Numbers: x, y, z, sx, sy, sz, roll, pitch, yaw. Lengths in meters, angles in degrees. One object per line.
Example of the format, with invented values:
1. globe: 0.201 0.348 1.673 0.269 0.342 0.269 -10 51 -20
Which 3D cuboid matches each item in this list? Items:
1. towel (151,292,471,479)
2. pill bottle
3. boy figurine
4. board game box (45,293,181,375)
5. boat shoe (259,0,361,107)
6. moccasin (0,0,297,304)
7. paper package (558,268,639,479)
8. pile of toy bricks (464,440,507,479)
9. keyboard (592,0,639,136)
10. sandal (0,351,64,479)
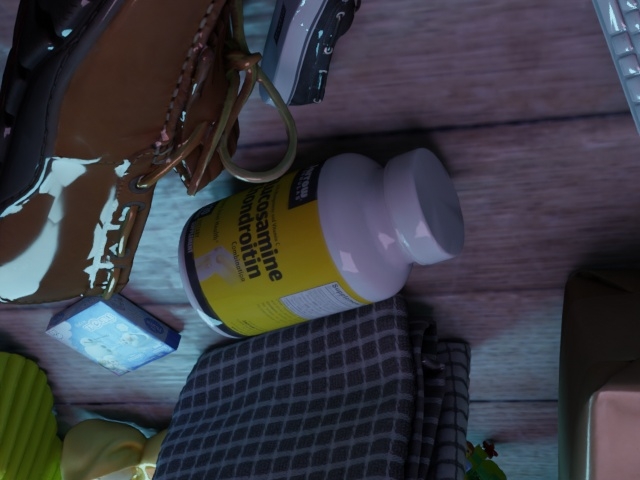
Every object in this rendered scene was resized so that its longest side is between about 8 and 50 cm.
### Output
1. towel: -0.021 0.181 0.702 0.283 0.235 0.121 -21 125 31
2. pill bottle: 0.000 0.000 0.584 0.184 0.103 0.103 -19 132 28
3. boy figurine: -0.142 0.264 0.930 0.285 0.092 0.177 22 141 -19
4. board game box: -0.193 0.087 0.786 0.090 0.020 0.090 -27 126 35
5. boat shoe: -0.001 -0.132 0.480 0.040 0.049 0.142 1 144 -20
6. moccasin: -0.100 -0.082 0.480 0.147 0.139 0.380 10 133 -29
7. paper package: 0.332 0.194 0.610 0.309 0.168 0.325 -2 112 12
8. pile of toy bricks: 0.145 0.243 0.837 0.212 0.105 0.118 50 140 14
9. keyboard: 0.162 -0.089 0.390 0.072 0.014 0.256 -7 107 64
10. sandal: -0.349 0.222 0.901 0.138 0.126 0.317 8 138 8
